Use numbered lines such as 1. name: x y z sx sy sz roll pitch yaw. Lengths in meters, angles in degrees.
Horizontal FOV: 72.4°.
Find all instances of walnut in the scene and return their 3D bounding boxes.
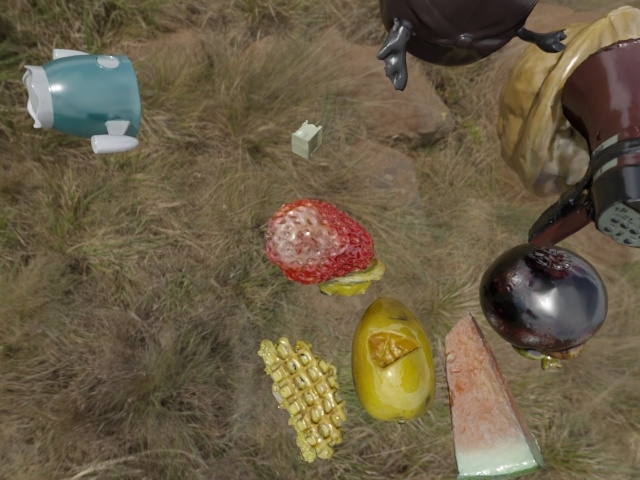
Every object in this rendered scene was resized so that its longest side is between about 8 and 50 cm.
1. walnut: 0.564 -0.278 0.961 0.383 0.383 0.384 6 72 -20

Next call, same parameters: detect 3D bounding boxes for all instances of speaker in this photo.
1. speaker: 0.431 -0.128 0.685 0.198 0.259 0.329 45 57 -23

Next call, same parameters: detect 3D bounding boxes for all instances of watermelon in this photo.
1. watermelon: 0.265 0.253 0.728 0.139 0.193 0.257 -17 57 14

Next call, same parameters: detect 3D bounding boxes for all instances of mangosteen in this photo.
1. mangosteen: 0.560 0.154 1.126 0.296 0.313 0.297 -7 60 12

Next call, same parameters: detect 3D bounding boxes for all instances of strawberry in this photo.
1. strawberry: 0.000 0.000 1.303 0.336 0.149 0.265 8 79 1

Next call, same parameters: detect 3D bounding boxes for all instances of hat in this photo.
1. hat: 0.191 -0.332 0.538 0.238 0.336 0.209 -3 63 -4

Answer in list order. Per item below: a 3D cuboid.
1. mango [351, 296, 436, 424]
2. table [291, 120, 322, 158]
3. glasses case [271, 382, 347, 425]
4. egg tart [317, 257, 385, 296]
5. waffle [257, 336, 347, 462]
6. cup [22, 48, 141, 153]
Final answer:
1. mango: 0.163 0.264 1.034 0.182 0.365 0.253 -11 112 6
2. table: -0.043 -0.319 1.376 0.062 0.079 0.083 28 59 16
3. glasses case: -0.027 0.343 0.946 0.083 0.196 0.050 -38 119 -27
4. egg tart: 0.085 0.128 1.602 0.315 0.315 0.120 -6 105 -24
5. waffle: -0.030 0.256 0.716 0.160 0.046 0.192 19 52 -26
6. cup: -0.456 -0.273 0.836 0.173 0.167 0.300 -12 57 -38
